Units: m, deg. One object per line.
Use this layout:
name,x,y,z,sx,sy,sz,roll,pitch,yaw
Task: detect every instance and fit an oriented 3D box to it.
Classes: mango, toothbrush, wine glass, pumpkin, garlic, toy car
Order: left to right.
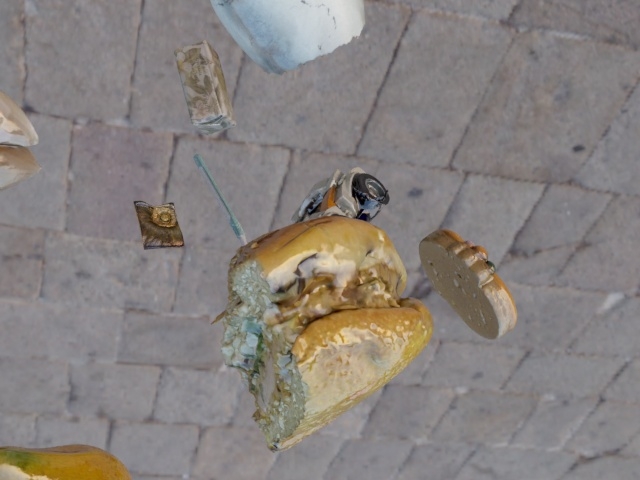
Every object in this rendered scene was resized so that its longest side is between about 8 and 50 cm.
garlic,-0.618,-0.162,1.518,0.279,0.132,0.325,-28,122,32
mango,-0.238,0.229,0.833,0.165,0.089,0.115,12,123,-43
pumpkin,-0.274,-0.021,1.603,0.073,0.101,0.035,-1,145,-22
toothbrush,-0.081,-0.018,0.920,0.014,0.167,0.011,-21,158,-28
wine glass,-0.076,-0.416,1.375,0.238,0.238,0.323,-19,110,18
toy car,-0.002,-0.001,1.458,0.118,0.301,0.193,43,122,-5

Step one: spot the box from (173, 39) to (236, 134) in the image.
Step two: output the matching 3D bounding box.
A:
box,-0.132,-0.175,1.096,0.045,0.098,0.062,-15,169,8

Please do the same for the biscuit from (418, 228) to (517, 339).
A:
biscuit,0.199,0.048,1.252,0.050,0.170,0.170,-35,142,-14

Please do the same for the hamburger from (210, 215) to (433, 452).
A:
hamburger,0.000,0.067,0.771,0.156,0.144,0.283,-29,167,-18
